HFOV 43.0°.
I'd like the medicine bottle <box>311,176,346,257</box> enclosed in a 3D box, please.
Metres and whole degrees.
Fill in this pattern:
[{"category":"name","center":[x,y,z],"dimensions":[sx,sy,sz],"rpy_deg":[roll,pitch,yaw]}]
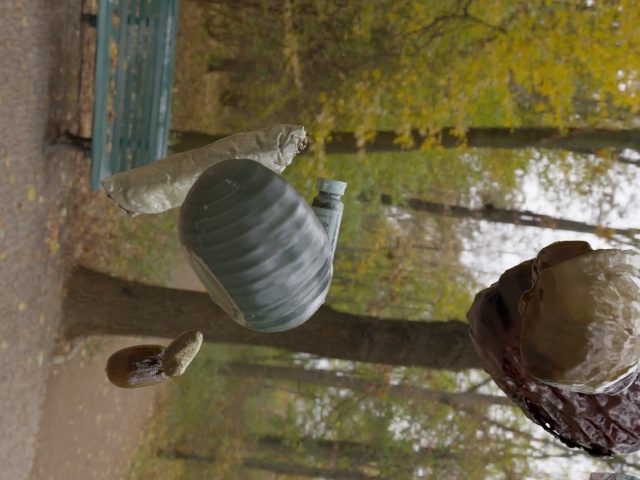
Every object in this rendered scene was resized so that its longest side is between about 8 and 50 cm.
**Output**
[{"category":"medicine bottle","center":[0.000,0.000,1.249],"dimensions":[0.051,0.051,0.191],"rpy_deg":[-137,-122,-86]}]

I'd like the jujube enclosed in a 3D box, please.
[{"category":"jujube","center":[0.412,0.188,1.374],"dimensions":[0.258,0.377,0.258],"rpy_deg":[-39,-169,9]}]

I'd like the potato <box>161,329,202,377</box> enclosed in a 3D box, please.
[{"category":"potato","center":[-0.228,0.181,1.319],"dimensions":[0.092,0.046,0.045],"rpy_deg":[-58,-168,-23]}]

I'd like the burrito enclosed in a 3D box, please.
[{"category":"burrito","center":[-0.207,-0.127,1.502],"dimensions":[0.117,0.392,0.076],"rpy_deg":[67,9,-53]}]

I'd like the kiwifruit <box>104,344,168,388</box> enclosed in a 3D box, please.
[{"category":"kiwifruit","center":[-0.323,0.225,1.457],"dimensions":[0.075,0.124,0.075],"rpy_deg":[175,-90,-78]}]

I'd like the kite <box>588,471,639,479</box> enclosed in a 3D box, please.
[{"category":"kite","center":[0.431,0.399,1.199],"dimensions":[0.153,0.137,0.005],"rpy_deg":[56,-10,-14]}]

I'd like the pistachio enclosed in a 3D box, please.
[{"category":"pistachio","center":[0.279,0.085,0.840],"dimensions":[0.210,0.165,0.130],"rpy_deg":[50,6,-32]}]

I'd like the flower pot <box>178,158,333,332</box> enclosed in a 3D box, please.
[{"category":"flower pot","center":[-0.085,0.011,1.060],"dimensions":[0.189,0.157,0.243],"rpy_deg":[19,-35,54]}]
